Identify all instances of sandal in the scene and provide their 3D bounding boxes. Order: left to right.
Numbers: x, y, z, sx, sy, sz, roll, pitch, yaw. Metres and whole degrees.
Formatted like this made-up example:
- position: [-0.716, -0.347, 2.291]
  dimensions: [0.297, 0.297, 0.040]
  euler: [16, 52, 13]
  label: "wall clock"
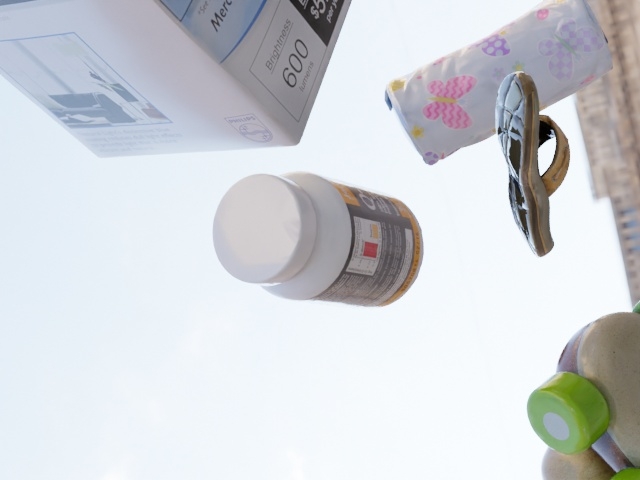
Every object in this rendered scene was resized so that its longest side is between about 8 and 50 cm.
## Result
- position: [0.174, -0.063, 1.028]
  dimensions: [0.072, 0.049, 0.180]
  euler: [-109, 2, -49]
  label: "sandal"

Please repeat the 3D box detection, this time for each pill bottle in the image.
- position: [0.000, 0.000, 1.623]
  dimensions: [0.278, 0.162, 0.162]
  euler: [12, -110, -57]
  label: "pill bottle"

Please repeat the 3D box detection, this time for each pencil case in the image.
- position: [0.214, -0.199, 1.555]
  dimensions: [0.124, 0.273, 0.113]
  euler: [63, -171, 12]
  label: "pencil case"

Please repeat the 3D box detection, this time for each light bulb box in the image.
- position: [-0.144, -0.305, 0.965]
  dimensions: [0.361, 0.225, 0.358]
  euler: [43, -124, -44]
  label: "light bulb box"

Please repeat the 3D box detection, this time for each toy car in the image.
- position: [0.197, 0.143, 0.935]
  dimensions: [0.155, 0.188, 0.149]
  euler: [-32, -95, -35]
  label: "toy car"
